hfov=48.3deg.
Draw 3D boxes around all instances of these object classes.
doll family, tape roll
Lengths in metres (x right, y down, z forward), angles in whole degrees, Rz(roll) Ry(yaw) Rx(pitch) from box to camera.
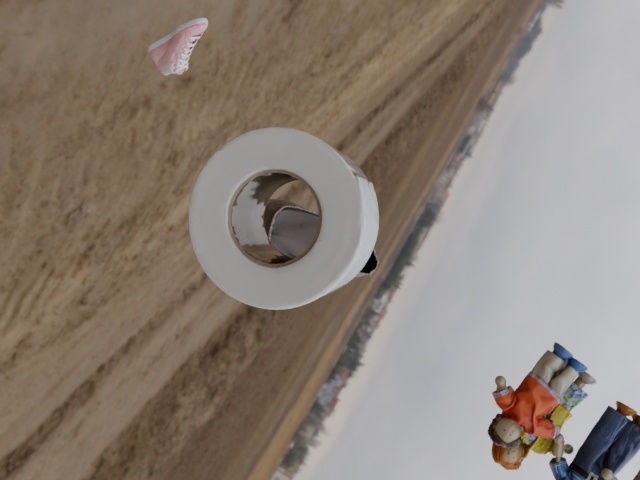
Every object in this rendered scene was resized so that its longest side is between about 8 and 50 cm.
[{"bbox_3d":[0.306,0.252,0.859,0.163,0.263,0.118,-50,173,-1],"label":"doll family"},{"bbox_3d":[-0.046,-0.030,1.023,0.246,0.246,0.169,-62,171,6],"label":"tape roll"}]

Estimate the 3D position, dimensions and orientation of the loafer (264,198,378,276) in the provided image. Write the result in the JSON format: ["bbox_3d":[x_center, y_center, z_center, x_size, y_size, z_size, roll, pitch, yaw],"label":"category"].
[{"bbox_3d":[0.000,0.000,1.486,0.366,0.130,0.133,14,87,-50],"label":"loafer"}]

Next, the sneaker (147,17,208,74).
[{"bbox_3d":[-0.239,-0.334,1.249,0.134,0.070,0.051,-21,-174,30],"label":"sneaker"}]
